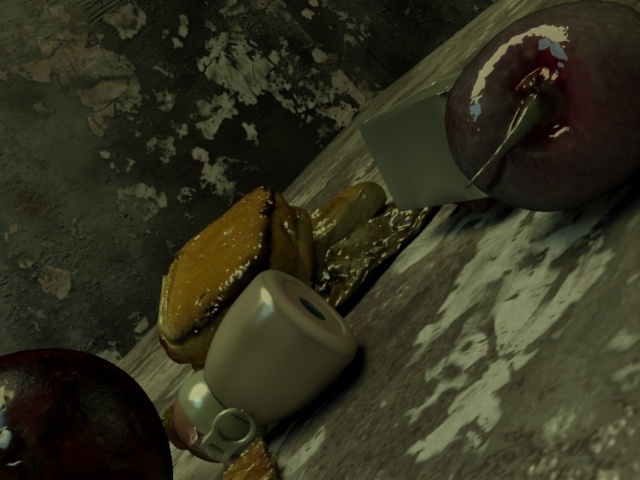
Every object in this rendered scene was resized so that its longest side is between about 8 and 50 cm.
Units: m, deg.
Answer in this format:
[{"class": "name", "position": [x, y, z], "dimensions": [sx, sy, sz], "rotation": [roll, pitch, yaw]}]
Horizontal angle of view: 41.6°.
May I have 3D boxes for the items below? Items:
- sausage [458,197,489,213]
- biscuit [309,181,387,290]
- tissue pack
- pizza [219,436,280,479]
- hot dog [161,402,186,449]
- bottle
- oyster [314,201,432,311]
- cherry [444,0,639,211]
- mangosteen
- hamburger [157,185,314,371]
[{"class": "sausage", "position": [0.197, -0.060, 1.135], "dimensions": [0.030, 0.035, 0.147], "rotation": [-61, 9, 4]}, {"class": "biscuit", "position": [-0.001, -0.001, 1.562], "dimensions": [0.213, 0.091, 0.274], "rotation": [-33, 16, 42]}, {"class": "tissue pack", "position": [0.181, -0.140, 1.079], "dimensions": [0.159, 0.136, 0.246], "rotation": [-31, 8, -19]}, {"class": "pizza", "position": [-0.068, 0.251, 0.874], "dimensions": [0.100, 0.029, 0.099], "rotation": [-50, 19, -27]}, {"class": "hot dog", "position": [-0.109, 0.195, 1.168], "dimensions": [0.289, 0.083, 0.068], "rotation": [-40, -10, 21]}, {"class": "bottle", "position": [-0.081, 0.163, 0.987], "dimensions": [0.236, 0.147, 0.147], "rotation": [-50, 7, 12]}, {"class": "oyster", "position": [0.071, 0.014, 1.253], "dimensions": [0.345, 0.078, 0.129], "rotation": [-45, 17, -30]}, {"class": "cherry", "position": [0.228, -0.125, 0.800], "dimensions": [0.213, 0.183, 0.266], "rotation": [-23, 4, 25]}, {"class": "mangosteen", "position": [-0.327, 0.287, 1.021], "dimensions": [0.306, 0.306, 0.359], "rotation": [-45, -12, -11]}, {"class": "hamburger", "position": [-0.130, 0.065, 1.361], "dimensions": [0.284, 0.174, 0.304], "rotation": [-43, 30, 30]}]
